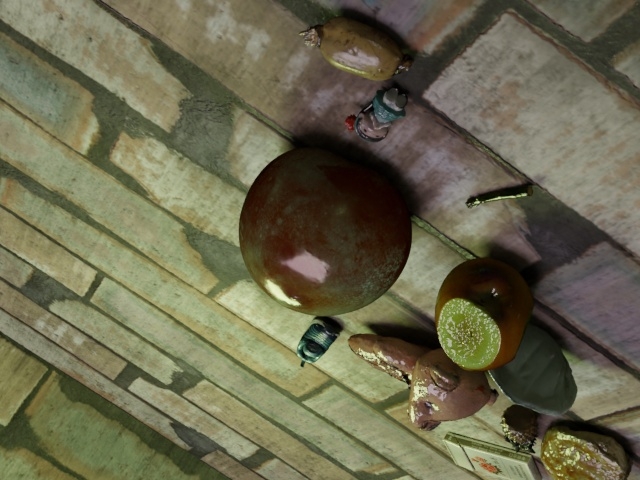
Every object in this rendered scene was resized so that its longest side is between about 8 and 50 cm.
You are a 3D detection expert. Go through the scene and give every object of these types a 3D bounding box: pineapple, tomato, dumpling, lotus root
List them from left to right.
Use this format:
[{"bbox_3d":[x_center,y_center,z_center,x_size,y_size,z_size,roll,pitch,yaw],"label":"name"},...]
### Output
[{"bbox_3d":[0.000,0.000,1.568,0.270,0.223,0.270,24,155,12],"label":"tomato"},{"bbox_3d":[0.043,-0.242,1.296,0.151,0.063,0.072,20,161,11],"label":"lotus root"},{"bbox_3d":[0.324,0.213,1.673,0.219,0.153,0.108,31,153,-10],"label":"dumpling"},{"bbox_3d":[0.385,0.367,1.968,0.074,0.074,0.159,17,155,24],"label":"pineapple"}]

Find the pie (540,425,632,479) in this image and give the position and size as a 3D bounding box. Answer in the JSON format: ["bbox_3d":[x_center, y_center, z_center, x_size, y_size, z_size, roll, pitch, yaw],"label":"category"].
[{"bbox_3d":[0.493,0.407,1.916,0.163,0.079,0.193,52,148,-18],"label":"pie"}]

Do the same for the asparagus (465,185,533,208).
[{"bbox_3d":[0.248,-0.061,1.443,0.015,0.018,0.127,-1,174,-34],"label":"asparagus"}]

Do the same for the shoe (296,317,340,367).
[{"bbox_3d":[-0.009,0.206,2.079,0.064,0.071,0.143,33,148,-6],"label":"shoe"}]

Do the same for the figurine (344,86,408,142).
[{"bbox_3d":[0.078,-0.172,1.394,0.060,0.047,0.106,20,151,-16],"label":"figurine"}]

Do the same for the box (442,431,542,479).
[{"bbox_3d":[0.366,0.469,2.191,0.198,0.029,0.109,9,145,34],"label":"box"}]

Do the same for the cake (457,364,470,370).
[{"bbox_3d":[0.257,0.181,1.765,0.084,0.084,0.044,8,153,36],"label":"cake"}]

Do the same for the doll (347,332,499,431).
[{"bbox_3d":[0.168,0.263,1.910,0.303,0.156,0.201,9,166,45],"label":"doll"}]

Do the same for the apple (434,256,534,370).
[{"bbox_3d":[0.247,0.107,1.564,0.146,0.163,0.147,24,147,11],"label":"apple"}]
